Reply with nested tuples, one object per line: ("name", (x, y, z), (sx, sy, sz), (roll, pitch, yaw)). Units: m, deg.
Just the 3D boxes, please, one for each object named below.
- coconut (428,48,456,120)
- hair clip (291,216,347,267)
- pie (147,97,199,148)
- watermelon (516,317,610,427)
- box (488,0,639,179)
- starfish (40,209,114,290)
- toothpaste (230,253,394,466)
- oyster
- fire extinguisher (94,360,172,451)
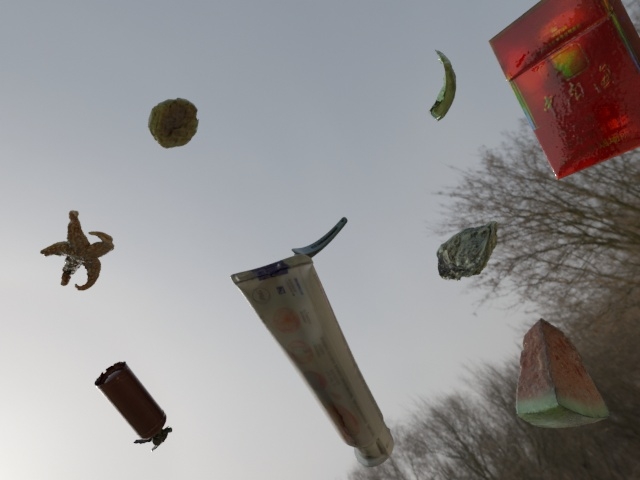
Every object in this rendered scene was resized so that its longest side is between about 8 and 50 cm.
("coconut", (0.289, -0.353, 0.996), (0.055, 0.133, 0.158), (-1, -33, 8))
("hair clip", (0.000, 0.000, 1.180), (0.229, 0.039, 0.070), (-39, -35, -38))
("pie", (-0.220, -0.175, 0.637), (0.084, 0.020, 0.084), (-34, -27, -20))
("watermelon", (0.579, 0.328, 1.054), (0.192, 0.257, 0.139), (29, -43, -23))
("box", (0.479, -0.298, 0.784), (0.089, 0.313, 0.197), (-24, -3, -36))
("starfish", (-0.548, 0.021, 0.961), (0.150, 0.053, 0.210), (-3, -53, -20))
("toothpaste", (0.008, 0.156, 0.517), (0.100, 0.066, 0.323), (-16, -63, 22))
("oyster", (0.361, 0.030, 1.035), (0.177, 0.125, 0.064), (-28, -24, 36))
("fire extinguisher", (-0.597, 0.553, 1.361), (0.147, 0.106, 0.337), (-21, -69, 12))
